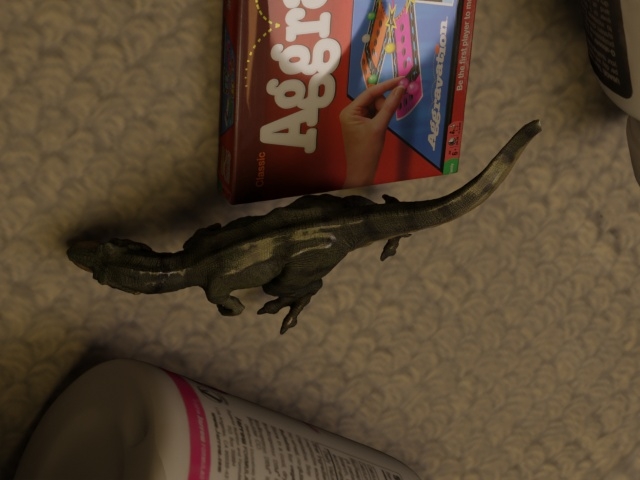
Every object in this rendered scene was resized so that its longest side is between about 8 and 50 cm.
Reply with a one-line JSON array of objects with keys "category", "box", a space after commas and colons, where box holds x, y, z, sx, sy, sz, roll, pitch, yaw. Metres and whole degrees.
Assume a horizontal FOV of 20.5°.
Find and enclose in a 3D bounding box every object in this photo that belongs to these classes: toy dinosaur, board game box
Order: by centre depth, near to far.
[{"category": "board game box", "box": [0.019, -0.157, 0.954, 0.145, 0.027, 0.281, -8, 121, -21]}, {"category": "toy dinosaur", "box": [0.000, 0.000, 0.985, 0.268, 0.064, 0.118, -17, 164, 7]}]

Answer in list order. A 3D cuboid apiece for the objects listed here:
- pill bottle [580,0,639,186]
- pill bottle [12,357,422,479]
[{"category": "pill bottle", "box": [0.220, -0.158, 0.970, 0.162, 0.162, 0.278, -25, 127, -12]}, {"category": "pill bottle", "box": [-0.029, 0.185, 1.044, 0.283, 0.160, 0.160, 25, 104, -35]}]
